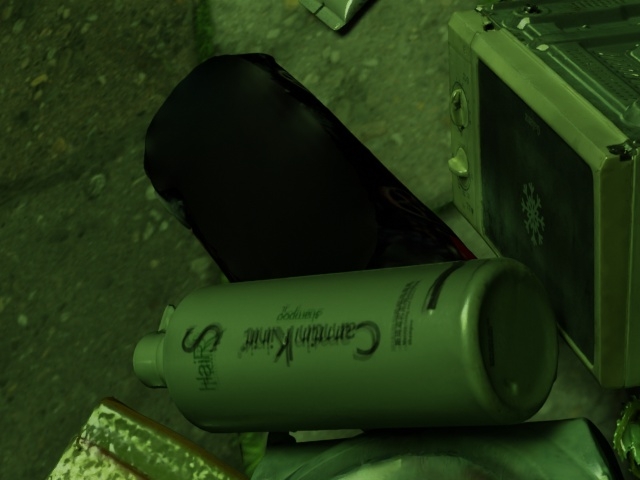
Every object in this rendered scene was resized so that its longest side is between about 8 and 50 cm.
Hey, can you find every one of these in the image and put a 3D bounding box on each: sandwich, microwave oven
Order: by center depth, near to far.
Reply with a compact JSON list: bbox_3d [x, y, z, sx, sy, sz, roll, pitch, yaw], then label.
[{"bbox_3d":[0.191,-0.044,0.990,0.194,0.145,0.240,-11,26,-10],"label":"microwave oven"},{"bbox_3d":[-0.097,0.200,1.177,0.187,0.144,0.117,31,74,12],"label":"sandwich"}]

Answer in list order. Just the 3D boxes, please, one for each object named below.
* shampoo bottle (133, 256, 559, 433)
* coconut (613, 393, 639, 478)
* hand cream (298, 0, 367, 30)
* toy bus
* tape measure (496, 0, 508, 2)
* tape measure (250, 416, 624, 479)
[{"bbox_3d":[-0.002,0.061,0.982,0.262,0.085,0.085,-6,51,39],"label":"shampoo bottle"},{"bbox_3d":[0.215,0.121,0.880,0.133,0.055,0.158,-12,24,7],"label":"coconut"},{"bbox_3d":[0.064,-0.246,1.427,0.194,0.042,0.067,-47,48,2],"label":"hand cream"},{"bbox_3d":[0.000,0.000,1.172,0.127,0.147,0.302,-44,39,1],"label":"toy bus"},{"bbox_3d":[0.124,-0.229,1.308,0.104,0.107,0.180,-21,41,18],"label":"tape measure"},{"bbox_3d":[0.062,0.214,0.940,0.256,0.147,0.275,-9,46,30],"label":"tape measure"}]
